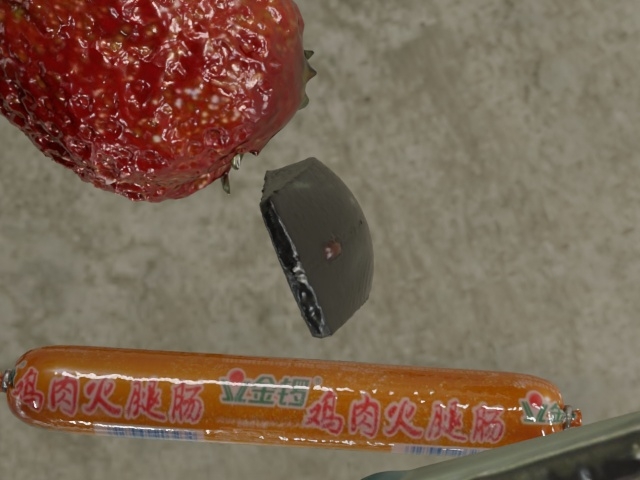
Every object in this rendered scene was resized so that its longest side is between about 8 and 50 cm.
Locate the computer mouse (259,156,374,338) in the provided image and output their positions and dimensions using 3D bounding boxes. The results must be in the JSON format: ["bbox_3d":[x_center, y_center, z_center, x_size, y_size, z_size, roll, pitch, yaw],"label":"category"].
[{"bbox_3d":[0.005,-0.002,1.535,0.087,0.295,0.168,-21,100,7],"label":"computer mouse"}]

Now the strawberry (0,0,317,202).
[{"bbox_3d":[-0.158,-0.160,1.178,0.276,0.257,0.257,10,126,-40],"label":"strawberry"}]

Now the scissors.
[{"bbox_3d":[0.017,0.113,0.555,0.289,0.138,0.041,-21,89,18],"label":"scissors"}]

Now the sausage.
[{"bbox_3d":[-0.022,0.094,0.841,0.347,0.053,0.053,3,124,2],"label":"sausage"}]
